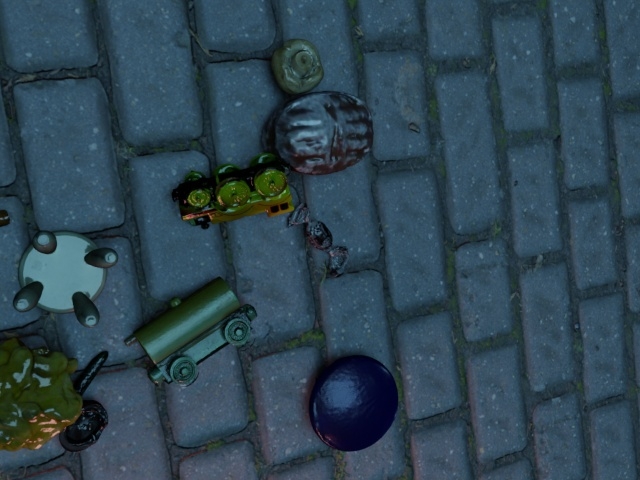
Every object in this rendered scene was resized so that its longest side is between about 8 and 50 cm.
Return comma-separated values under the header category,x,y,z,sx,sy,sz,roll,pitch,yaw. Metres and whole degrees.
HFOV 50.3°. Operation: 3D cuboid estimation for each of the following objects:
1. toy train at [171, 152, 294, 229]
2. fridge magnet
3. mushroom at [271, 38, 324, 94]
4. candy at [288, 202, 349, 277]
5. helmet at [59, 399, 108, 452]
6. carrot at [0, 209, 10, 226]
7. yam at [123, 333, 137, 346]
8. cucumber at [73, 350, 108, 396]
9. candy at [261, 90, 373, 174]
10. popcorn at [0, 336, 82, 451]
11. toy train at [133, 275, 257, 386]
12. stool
category,x,y,z,sx,sy,sz,roll,pitch,yaw
toy train,-0.210,-0.112,1.678,0.296,0.100,0.160,-14,134,-5
fridge magnet,0.089,0.442,1.858,0.265,0.113,0.265,-1,93,-22
mushroom,-0.059,-0.444,1.742,0.148,0.112,0.148,1,88,-17
candy,0.000,0.000,1.828,0.094,0.051,0.226,-41,107,-13
helmet,-0.561,0.428,1.606,0.123,0.070,0.098,-50,120,-6
carrot,-0.774,-0.040,1.502,0.161,0.055,0.055,-9,96,-29
yam,-0.430,0.221,1.676,0.116,0.021,0.021,-34,105,-16
cucumber,-0.550,0.318,1.625,0.032,0.032,0.133,37,80,-20
candy,0.001,-0.275,1.755,0.290,0.157,0.214,-15,102,-21
popcorn,-0.663,0.336,1.481,0.286,0.215,0.252,17,54,-19
toy train,-0.301,0.222,1.663,0.307,0.126,0.189,-34,114,-19
stool,-0.568,0.076,1.515,0.195,0.199,0.195,18,84,-22
